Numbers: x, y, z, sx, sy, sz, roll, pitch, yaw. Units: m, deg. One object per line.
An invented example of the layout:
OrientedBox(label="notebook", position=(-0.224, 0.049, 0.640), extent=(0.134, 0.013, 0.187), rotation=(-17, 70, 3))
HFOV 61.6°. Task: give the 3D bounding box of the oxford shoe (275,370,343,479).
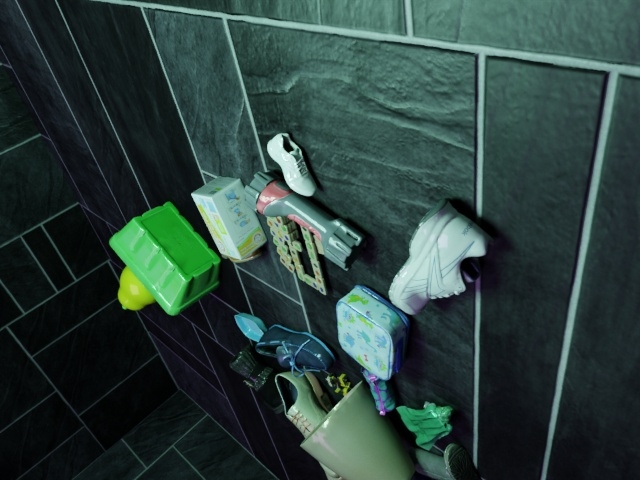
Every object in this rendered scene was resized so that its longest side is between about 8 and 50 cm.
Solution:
OrientedBox(label="oxford shoe", position=(-0.038, 0.588, 1.722), extent=(0.140, 0.146, 0.397), rotation=(-56, 43, 18))

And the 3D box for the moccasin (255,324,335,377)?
OrientedBox(label="moccasin", position=(-0.086, 0.368, 1.718), extent=(0.342, 0.117, 0.138), rotation=(-1, 122, 55))

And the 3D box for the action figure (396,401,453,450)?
OrientedBox(label="action figure", position=(0.280, 0.455, 1.359), extent=(0.137, 0.063, 0.232), rotation=(47, 154, 12))

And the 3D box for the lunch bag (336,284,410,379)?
OrientedBox(label="lunch bag", position=(0.128, 0.225, 1.289), extent=(0.176, 0.090, 0.219), rotation=(32, 145, 32))

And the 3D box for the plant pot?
OrientedBox(label="plant pot", position=(0.128, 0.589, 1.528), extent=(0.274, 0.256, 0.256), rotation=(43, 150, 12))

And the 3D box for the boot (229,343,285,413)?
OrientedBox(label="boot", position=(-0.215, 0.522, 2.056), extent=(0.260, 0.131, 0.348), rotation=(53, 151, -3))

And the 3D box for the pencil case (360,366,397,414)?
OrientedBox(label="pencil case", position=(0.161, 0.397, 1.454), extent=(0.064, 0.070, 0.152), rotation=(-4, 125, 27))

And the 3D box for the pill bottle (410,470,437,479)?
OrientedBox(label="pill bottle", position=(0.341, 0.767, 1.530), extent=(0.264, 0.153, 0.153), rotation=(4, 126, 53))

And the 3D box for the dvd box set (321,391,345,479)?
OrientedBox(label="dvd box set", position=(0.067, 0.775, 1.825), extent=(0.308, 0.062, 0.420), rotation=(92, 158, -44))

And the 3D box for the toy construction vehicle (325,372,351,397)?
OrientedBox(label="toy construction vehicle", position=(0.064, 0.452, 1.696), extent=(0.085, 0.035, 0.098), rotation=(1, 127, 41))

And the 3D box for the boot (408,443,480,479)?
OrientedBox(label="boot", position=(0.324, 0.604, 1.471), extent=(0.208, 0.076, 0.190), rotation=(7, 126, 60))

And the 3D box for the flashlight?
OrientedBox(label="flashlight", position=(-0.039, -0.044, 1.218), extent=(0.304, 0.103, 0.103), rotation=(38, 174, 21))

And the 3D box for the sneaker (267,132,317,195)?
OrientedBox(label="sneaker", position=(-0.056, -0.163, 1.155), extent=(0.152, 0.053, 0.061), rotation=(54, 148, -3))

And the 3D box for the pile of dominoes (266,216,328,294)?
OrientedBox(label="pile of dominoes", position=(-0.082, 0.021, 1.393), extent=(0.196, 0.040, 0.251), rotation=(27, 142, 43))

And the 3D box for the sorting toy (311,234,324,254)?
OrientedBox(label="sorting toy", position=(0.000, 0.000, 1.297), extent=(0.062, 0.012, 0.083), rotation=(19, 139, 46))

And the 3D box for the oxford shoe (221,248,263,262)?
OrientedBox(label="oxford shoe", position=(-0.248, 0.019, 1.609), extent=(0.212, 0.076, 0.076), rotation=(9, 119, 49))

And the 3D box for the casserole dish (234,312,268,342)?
OrientedBox(label="casserole dish", position=(-0.246, 0.318, 1.970), extent=(0.188, 0.037, 0.114), rotation=(7, 129, 52))

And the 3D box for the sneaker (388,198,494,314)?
OrientedBox(label="sneaker", position=(0.213, 0.061, 0.979), extent=(0.129, 0.111, 0.297), rotation=(34, 148, 17))

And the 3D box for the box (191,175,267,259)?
OrientedBox(label="box", position=(-0.249, -0.062, 1.483), extent=(0.114, 0.103, 0.203), rotation=(13, 133, 48))

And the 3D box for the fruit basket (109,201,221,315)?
OrientedBox(label="fruit basket", position=(-0.577, 0.100, 1.934), extent=(0.392, 0.283, 0.392), rotation=(20, 127, 30))
